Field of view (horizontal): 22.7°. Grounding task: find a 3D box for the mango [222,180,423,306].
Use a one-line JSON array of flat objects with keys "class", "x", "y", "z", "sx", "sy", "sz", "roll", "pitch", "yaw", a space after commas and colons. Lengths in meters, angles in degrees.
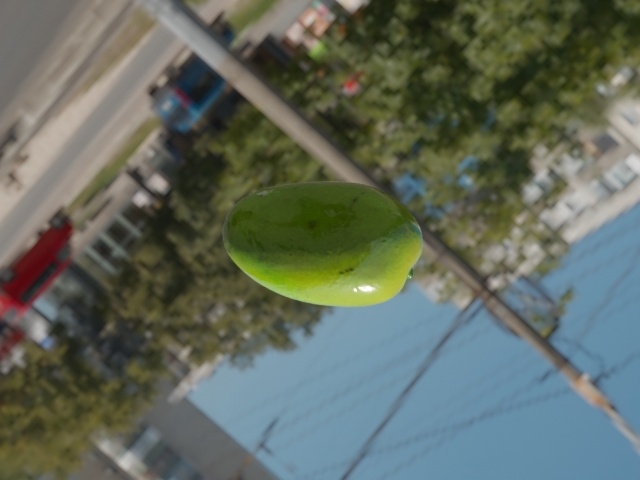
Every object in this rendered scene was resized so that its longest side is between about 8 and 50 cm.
[{"class": "mango", "x": 0.000, "y": 0.000, "z": 0.848, "sx": 0.056, "sy": 0.108, "sz": 0.073, "roll": 85, "pitch": 19, "yaw": -47}]
